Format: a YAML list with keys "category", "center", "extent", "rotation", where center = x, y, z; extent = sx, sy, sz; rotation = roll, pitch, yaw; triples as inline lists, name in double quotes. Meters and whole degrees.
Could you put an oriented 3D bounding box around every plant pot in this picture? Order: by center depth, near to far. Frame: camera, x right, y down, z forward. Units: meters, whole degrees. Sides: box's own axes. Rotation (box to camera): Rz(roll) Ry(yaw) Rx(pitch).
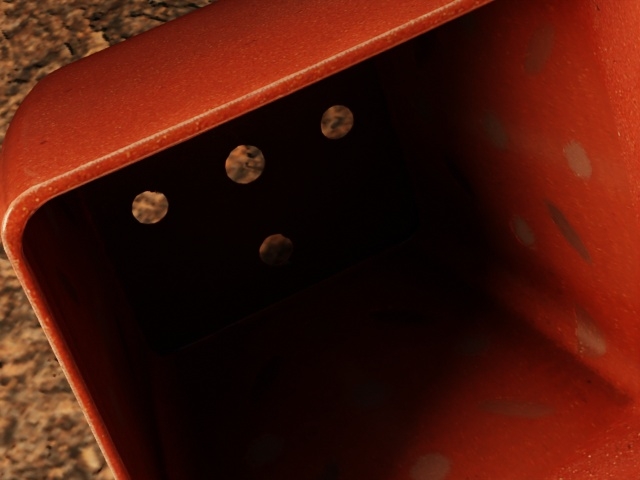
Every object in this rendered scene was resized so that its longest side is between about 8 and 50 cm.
- category: "plant pot"
  center: [0.000, 0.000, 0.684]
  extent: [0.267, 0.267, 0.236]
  rotation: [-25, 30, -12]
